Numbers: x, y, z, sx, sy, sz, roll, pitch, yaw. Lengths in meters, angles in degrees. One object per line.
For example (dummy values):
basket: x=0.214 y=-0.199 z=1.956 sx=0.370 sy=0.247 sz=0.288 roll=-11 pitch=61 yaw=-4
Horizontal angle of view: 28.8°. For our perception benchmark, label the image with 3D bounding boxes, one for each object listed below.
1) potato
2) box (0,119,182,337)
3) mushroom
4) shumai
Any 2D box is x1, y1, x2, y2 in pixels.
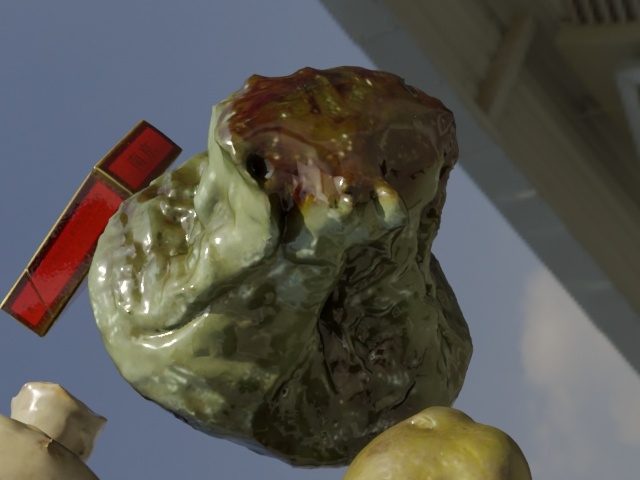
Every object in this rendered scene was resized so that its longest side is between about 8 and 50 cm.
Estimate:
potato: x=0.078 y=0.227 z=0.955 sx=0.137 sy=0.154 sz=0.200 roll=78 pitch=-145 yaw=-73
box: x=-0.268 y=-0.015 z=1.465 sx=0.074 sy=0.240 sz=0.153 roll=34 pitch=-151 yaw=-8
mushroom: x=-0.354 y=0.313 z=1.466 sx=0.290 sy=0.297 sz=0.298 roll=-57 pitch=-42 yaw=-50
shumai: x=0.000 y=0.000 z=1.180 sx=0.323 sy=0.397 sz=0.324 roll=117 pitch=161 yaw=-44
